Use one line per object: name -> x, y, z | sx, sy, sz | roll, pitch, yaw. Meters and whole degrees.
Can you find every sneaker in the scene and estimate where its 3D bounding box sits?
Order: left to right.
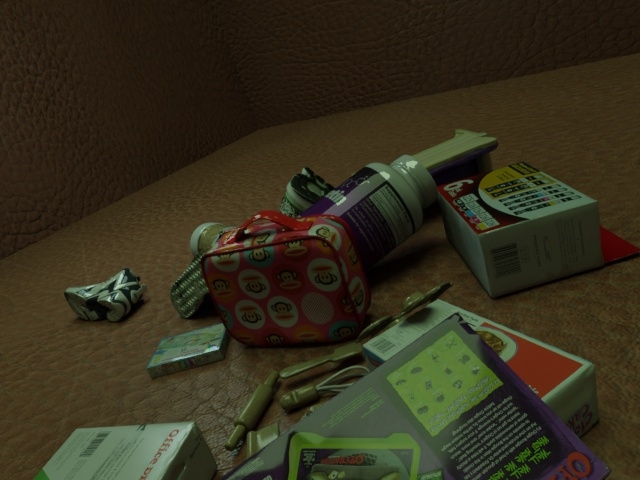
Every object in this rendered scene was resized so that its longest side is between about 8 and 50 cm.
sneaker -> -0.572, 0.140, 1.431 | 0.235, 0.094, 0.153 | -4, 24, 34
sneaker -> -0.225, 0.071, 1.201 | 0.293, 0.102, 0.146 | -33, -5, 43
sneaker -> -0.050, -0.096, 1.509 | 0.182, 0.158, 0.410 | -51, -4, 14

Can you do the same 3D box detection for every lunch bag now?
lunch bag -> -0.071, 0.063, 0.966 | 0.293, 0.258, 0.120 | -7, 27, 24

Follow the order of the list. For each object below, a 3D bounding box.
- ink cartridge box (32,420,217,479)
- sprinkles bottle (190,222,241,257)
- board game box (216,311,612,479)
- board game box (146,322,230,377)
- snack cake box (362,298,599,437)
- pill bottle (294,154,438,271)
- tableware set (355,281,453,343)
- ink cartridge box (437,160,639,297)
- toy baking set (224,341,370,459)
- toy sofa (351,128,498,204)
ink cartridge box -> -0.273, 0.334, 0.699 | 0.220, 0.092, 0.160 | -10, 23, 21
sprinkles bottle -> -0.208, 0.023, 1.371 | 0.121, 0.121, 0.356 | -33, 25, -33
board game box -> 0.065, 0.243, 0.506 | 0.347, 0.056, 0.208 | -32, 49, -10
board game box -> -0.262, 0.220, 1.064 | 0.154, 0.026, 0.103 | -16, 21, 8
snack cake box -> 0.195, 0.182, 0.689 | 0.152, 0.089, 0.264 | -26, 22, -22
pill bottle -> 0.087, -0.042, 1.119 | 0.323, 0.181, 0.181 | -37, 24, -10
tableware set -> 0.135, 0.115, 0.826 | 0.141, 0.020, 0.169 | -43, -21, 26
ink cartridge box -> 0.401, -0.046, 1.022 | 0.272, 0.130, 0.309 | -16, 21, 3
toy baking set -> -0.025, 0.247, 0.802 | 0.197, 0.030, 0.256 | -7, 24, 22
toy sofa -> 0.280, -0.150, 1.352 | 0.363, 0.150, 0.177 | -25, 27, -14
